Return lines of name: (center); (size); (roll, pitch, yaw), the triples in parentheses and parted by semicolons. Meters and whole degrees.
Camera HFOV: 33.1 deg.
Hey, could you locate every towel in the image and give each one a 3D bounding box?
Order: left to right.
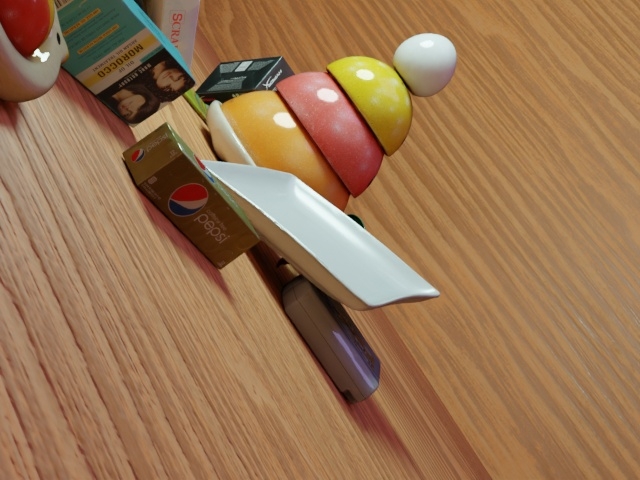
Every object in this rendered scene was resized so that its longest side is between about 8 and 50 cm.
towel: (-0.264, -0.300, 2.128); (0.237, 0.021, 0.102); (51, 5, -48)

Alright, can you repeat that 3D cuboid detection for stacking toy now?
stacking toy: (0.056, -0.231, 2.042); (0.351, 0.480, 0.350); (55, 5, -6)

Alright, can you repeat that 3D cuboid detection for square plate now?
square plate: (0.000, 0.000, 1.674); (0.344, 0.049, 0.347); (39, 14, 18)

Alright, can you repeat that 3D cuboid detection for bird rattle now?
bird rattle: (-0.248, -0.207, 0.817); (0.253, 0.143, 0.207); (-105, 177, -70)

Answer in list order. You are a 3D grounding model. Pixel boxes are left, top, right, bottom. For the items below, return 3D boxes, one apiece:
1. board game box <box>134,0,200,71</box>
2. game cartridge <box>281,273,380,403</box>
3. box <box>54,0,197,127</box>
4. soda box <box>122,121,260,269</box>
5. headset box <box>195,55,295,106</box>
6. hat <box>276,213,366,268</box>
board game box: (-0.275, -0.485, 1.854); (0.318, 0.065, 0.319); (-121, -144, -49)
game cartridge: (0.017, 0.138, 1.642); (0.198, 0.062, 0.297); (59, 4, 1)
box: (-0.234, -0.218, 1.201); (0.060, 0.100, 0.244); (58, 5, 22)
soda box: (-0.139, -0.046, 1.185); (0.058, 0.061, 0.181); (57, 4, 40)
headset box: (-0.100, -0.245, 2.311); (0.218, 0.110, 0.293); (6, -39, 47)
hat: (-0.034, 0.013, 1.874); (0.183, 0.208, 0.173); (16, 67, -26)
